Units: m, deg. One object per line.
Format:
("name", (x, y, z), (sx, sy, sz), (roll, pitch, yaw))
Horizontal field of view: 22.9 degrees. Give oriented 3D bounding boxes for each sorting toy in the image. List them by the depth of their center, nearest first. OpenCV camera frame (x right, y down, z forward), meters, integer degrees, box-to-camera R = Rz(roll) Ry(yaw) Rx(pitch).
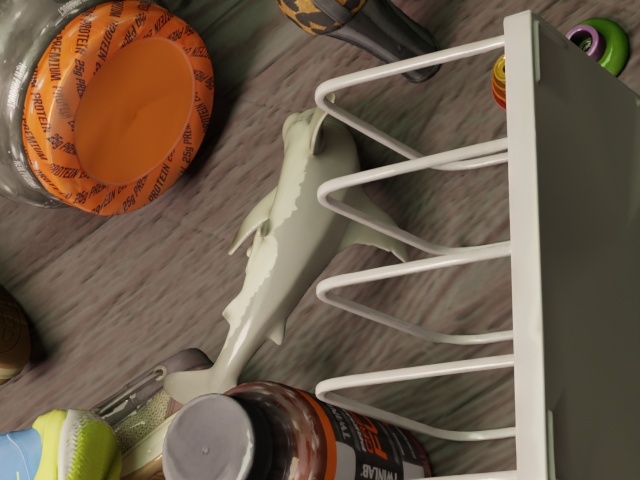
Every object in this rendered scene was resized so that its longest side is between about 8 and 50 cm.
("sorting toy", (0.160, -0.120, 1.085), (0.102, 0.042, 0.061), (-26, 62, 25))

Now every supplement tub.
("supplement tub", (-0.015, 0.150, 1.019), (0.106, 0.198, 0.106), (-10, 70, 30))
("supplement tub", (-0.257, -0.154, 1.275), (0.338, 0.207, 0.207), (28, 91, 36))

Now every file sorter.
("file sorter", (0.105, 0.038, 0.980), (0.173, 0.193, 0.278), (-12, 68, 33))

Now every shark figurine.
("shark figurine", (-0.002, 0.015, 1.090), (0.166, 0.116, 0.278), (-41, 26, 63))

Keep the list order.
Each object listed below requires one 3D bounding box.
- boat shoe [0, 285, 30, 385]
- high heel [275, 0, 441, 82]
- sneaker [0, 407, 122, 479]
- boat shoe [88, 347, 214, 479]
("boat shoe", (-0.336, 0.055, 1.336), (0.285, 0.104, 0.089), (40, 103, 46))
("high heel", (-0.022, -0.236, 1.155), (0.093, 0.186, 0.261), (-44, 56, 15))
("sneaker", (-0.209, 0.235, 1.080), (0.126, 0.091, 0.240), (-7, 60, 30))
("boat shoe", (-0.179, 0.182, 1.185), (0.285, 0.103, 0.092), (-35, 53, 16))
